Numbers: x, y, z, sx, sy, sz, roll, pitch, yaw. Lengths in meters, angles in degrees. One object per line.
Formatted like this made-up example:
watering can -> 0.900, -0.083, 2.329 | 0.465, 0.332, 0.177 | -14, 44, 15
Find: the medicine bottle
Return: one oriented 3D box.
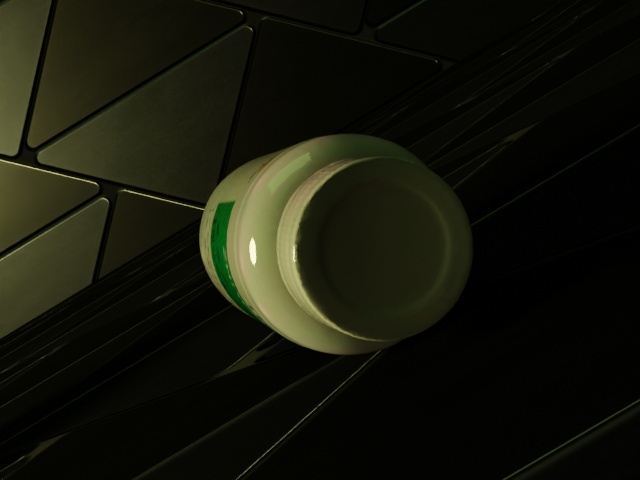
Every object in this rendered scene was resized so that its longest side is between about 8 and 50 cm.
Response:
medicine bottle -> 0.000, 0.000, 0.595 | 0.095, 0.095, 0.260 | -32, 5, -8
